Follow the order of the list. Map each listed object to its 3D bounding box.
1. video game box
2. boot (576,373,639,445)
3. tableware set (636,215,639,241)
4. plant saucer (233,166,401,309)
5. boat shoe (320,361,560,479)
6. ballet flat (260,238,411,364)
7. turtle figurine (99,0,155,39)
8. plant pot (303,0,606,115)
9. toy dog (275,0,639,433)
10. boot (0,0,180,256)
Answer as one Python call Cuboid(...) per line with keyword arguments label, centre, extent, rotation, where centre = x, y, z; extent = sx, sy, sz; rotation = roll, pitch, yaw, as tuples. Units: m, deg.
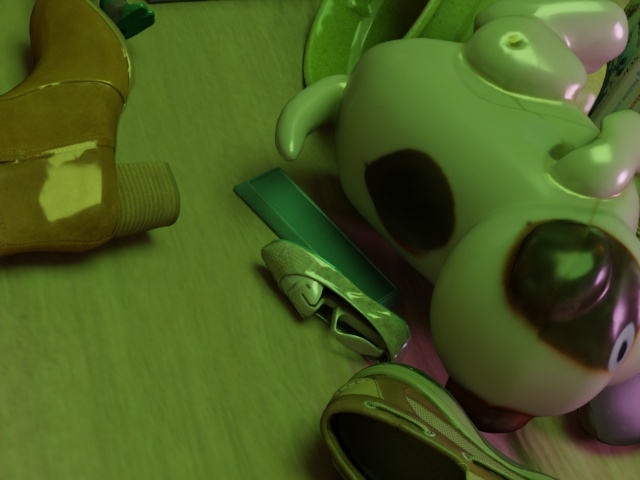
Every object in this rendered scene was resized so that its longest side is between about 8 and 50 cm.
Cuboid(label="video game box", centre=(0.387, -0.229, 1.978), extent=(0.048, 0.187, 0.205), rotation=(28, 38, -8))
Cuboid(label="boot", centre=(0.343, 0.116, 1.672), extent=(0.305, 0.115, 0.112), rotation=(-34, 113, -38))
Cuboid(label="tableware set", centre=(0.420, 0.005, 1.891), extent=(0.154, 0.024, 0.104), rotation=(17, 38, -19))
Cuboid(label="plant saucer", centre=(0.000, 0.000, 1.591), extent=(0.192, 0.018, 0.067), rotation=(46, 40, 13))
Cuboid(label="boat shoe", centre=(0.125, 0.234, 1.343), extent=(0.324, 0.122, 0.120), rotation=(37, 22, 18))
Cuboid(label="ballet flat", centre=(0.011, 0.060, 1.507), extent=(0.168, 0.057, 0.052), rotation=(33, 48, -2))
Cuboid(label="turtle figurine", centre=(-0.249, -0.319, 1.666), extent=(0.175, 0.118, 0.234), rotation=(-1, 57, -28))
Cuboid(label="plant pot", centre=(0.164, -0.216, 1.767), extent=(0.254, 0.276, 0.276), rotation=(29, 37, -24))
Cuboid(label="toy dog", centre=(0.181, -0.024, 1.505), extent=(0.395, 0.284, 0.408), rotation=(12, 39, -28))
Cuboid(label="boot", centre=(-0.266, -0.116, 1.450), extent=(0.211, 0.104, 0.295), rotation=(-6, 57, -40))
